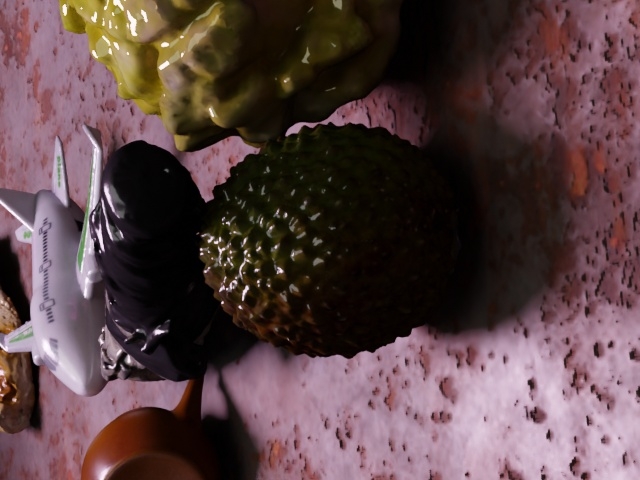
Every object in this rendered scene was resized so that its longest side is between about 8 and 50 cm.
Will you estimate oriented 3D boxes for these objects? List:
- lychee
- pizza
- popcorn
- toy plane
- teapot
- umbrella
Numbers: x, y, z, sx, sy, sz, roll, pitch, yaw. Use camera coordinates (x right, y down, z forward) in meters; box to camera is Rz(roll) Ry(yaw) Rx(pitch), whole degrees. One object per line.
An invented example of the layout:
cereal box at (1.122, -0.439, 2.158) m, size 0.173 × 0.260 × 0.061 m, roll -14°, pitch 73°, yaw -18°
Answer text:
lychee at (0.000, 0.000, 0.994) m, size 0.171 × 0.171 × 0.171 m, roll -2°, pitch 87°, yaw 54°
pizza at (-0.346, 0.084, 1.562) m, size 0.271 × 0.056 × 0.134 m, roll 66°, pitch 146°, yaw 29°
popcorn at (-0.046, -0.170, 1.028) m, size 0.259 × 0.259 × 0.212 m, roll -23°, pitch 81°, yaw 52°
toy plane at (-0.208, 0.034, 1.325) m, size 0.251 × 0.101 × 0.255 m, roll -61°, pitch 38°, yaw 33°
teapot at (-0.138, 0.184, 1.235) m, size 0.173 × 0.116 × 0.116 m, roll -57°, pitch 44°, yaw 12°
umbrella at (-0.109, 0.022, 1.094) m, size 0.358 × 0.106 × 0.113 m, roll 107°, pitch 172°, yaw -71°
